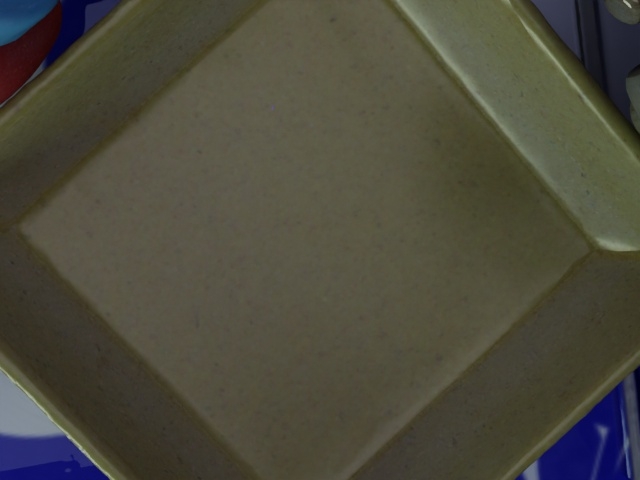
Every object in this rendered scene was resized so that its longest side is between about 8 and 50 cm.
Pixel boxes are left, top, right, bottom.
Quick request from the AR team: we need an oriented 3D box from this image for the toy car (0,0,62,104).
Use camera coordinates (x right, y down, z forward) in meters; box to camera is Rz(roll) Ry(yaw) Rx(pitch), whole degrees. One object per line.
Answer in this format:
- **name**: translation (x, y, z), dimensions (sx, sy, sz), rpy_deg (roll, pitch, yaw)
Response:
- **toy car**: translation (-0.161, -0.187, 0.602), dimensions (0.238, 0.219, 0.210), rpy_deg (-39, 102, -33)

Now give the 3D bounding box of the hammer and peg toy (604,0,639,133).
- **hammer and peg toy**: translation (0.281, -0.080, 0.630), dimensions (0.266, 0.127, 0.361), rpy_deg (-33, 99, -10)

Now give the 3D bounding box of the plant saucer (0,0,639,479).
- **plant saucer**: translation (0.000, 0.000, 0.683), dimensions (0.333, 0.081, 0.333), rpy_deg (-42, 101, -2)
